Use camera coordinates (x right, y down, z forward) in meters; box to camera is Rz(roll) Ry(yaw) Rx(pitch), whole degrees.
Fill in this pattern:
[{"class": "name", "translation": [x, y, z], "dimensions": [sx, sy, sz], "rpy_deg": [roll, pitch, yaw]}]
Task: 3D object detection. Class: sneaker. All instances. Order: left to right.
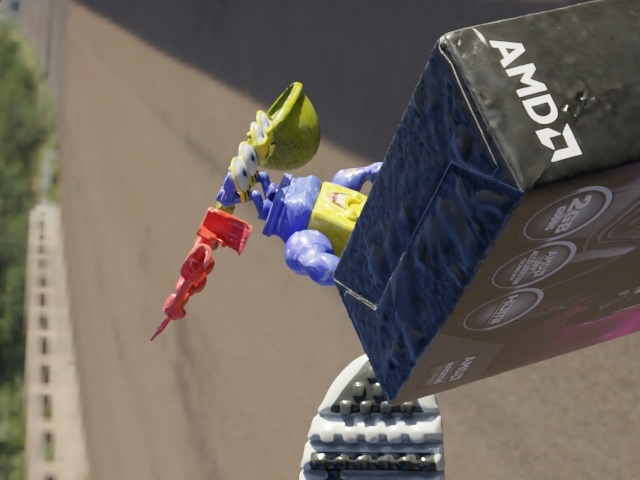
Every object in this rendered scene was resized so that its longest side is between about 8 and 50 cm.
[{"class": "sneaker", "translation": [0.046, 0.217, 1.176], "dimensions": [0.118, 0.110, 0.292], "rpy_deg": [-48, -38, -71]}]

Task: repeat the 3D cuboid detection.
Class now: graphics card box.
[{"class": "graphics card box", "translation": [0.207, -0.043, 0.794], "dimensions": [0.233, 0.371, 0.094], "rpy_deg": [115, 137, -58]}]

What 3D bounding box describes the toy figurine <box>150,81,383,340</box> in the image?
[{"class": "toy figurine", "translation": [0.000, 0.000, 1.475], "dimensions": [0.191, 0.217, 0.362], "rpy_deg": [-63, 3, 22]}]
